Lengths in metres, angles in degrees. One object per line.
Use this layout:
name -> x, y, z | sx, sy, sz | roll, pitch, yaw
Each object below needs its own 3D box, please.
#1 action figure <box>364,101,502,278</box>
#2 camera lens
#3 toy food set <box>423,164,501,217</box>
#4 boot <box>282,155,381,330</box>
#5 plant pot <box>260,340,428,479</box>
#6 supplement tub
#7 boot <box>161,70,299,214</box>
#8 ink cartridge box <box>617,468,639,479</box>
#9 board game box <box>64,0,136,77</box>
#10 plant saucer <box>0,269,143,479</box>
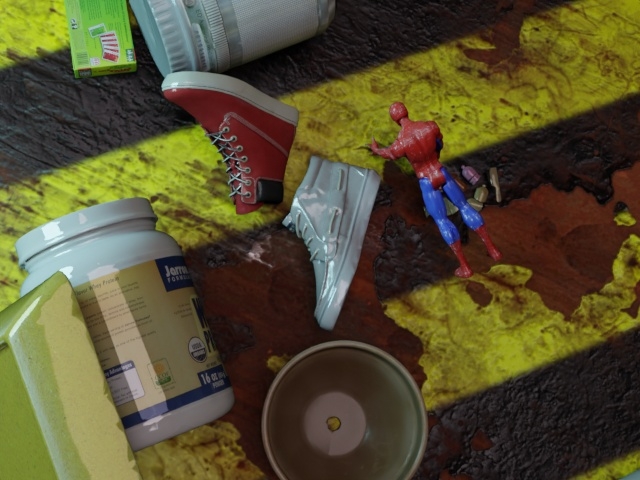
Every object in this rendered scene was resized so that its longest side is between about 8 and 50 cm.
action figure -> 0.165, -0.087, 1.599 | 0.091, 0.139, 0.280 | -31, 106, -8
camera lens -> -0.128, -0.369, 1.529 | 0.274, 0.219, 0.219 | -24, 86, -12
toy food set -> 0.217, -0.079, 1.645 | 0.122, 0.019, 0.077 | -7, 82, -2
boot -> 0.000, 0.000, 1.567 | 0.123, 0.095, 0.258 | 16, 70, 0
plant pot -> 0.027, 0.265, 1.511 | 0.237, 0.110, 0.237 | 2, 80, -9
supplement tub -> -0.269, 0.121, 1.424 | 0.228, 0.228, 0.316 | -20, 85, -12
boot -> -0.134, -0.135, 1.512 | 0.244, 0.088, 0.176 | 18, 78, -45
ink cartridge box -> 0.579, 0.417, 1.574 | 0.283, 0.117, 0.207 | -22, 85, -13
board game box -> -0.336, -0.341, 1.581 | 0.092, 0.043, 0.181 | -9, 83, -11
plant saucer -> -0.366, 0.241, 1.336 | 0.081, 0.333, 0.332 | -17, 83, -40
